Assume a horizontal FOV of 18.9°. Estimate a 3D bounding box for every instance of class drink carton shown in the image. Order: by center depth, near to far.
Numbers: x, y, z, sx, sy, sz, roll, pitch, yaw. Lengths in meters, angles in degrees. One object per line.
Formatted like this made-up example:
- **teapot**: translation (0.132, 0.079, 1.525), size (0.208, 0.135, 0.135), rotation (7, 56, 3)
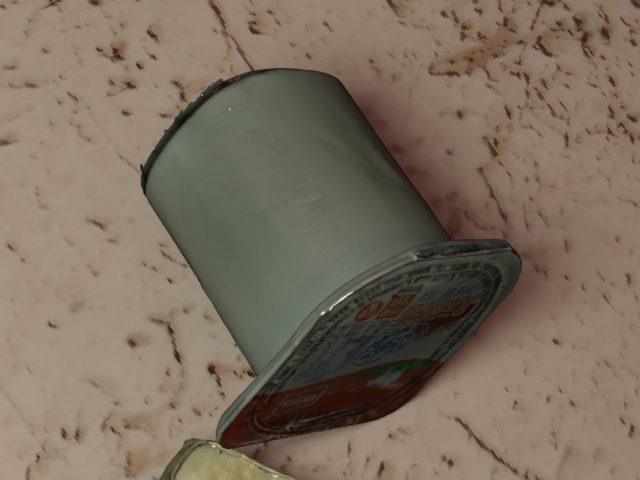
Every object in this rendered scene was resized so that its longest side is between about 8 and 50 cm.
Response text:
- **drink carton**: translation (0.000, 0.000, 1.235), size (0.185, 0.191, 0.189), rotation (-1, 51, -43)

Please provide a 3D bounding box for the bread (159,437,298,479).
- **bread**: translation (-0.008, 0.219, 1.212), size (0.172, 0.064, 0.232), rotation (-22, 77, -21)
